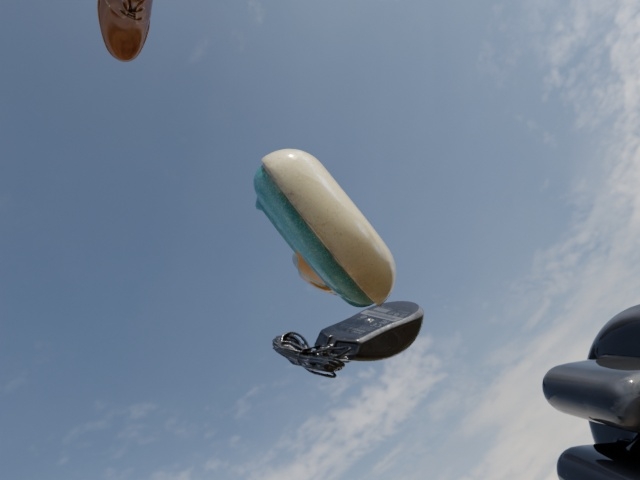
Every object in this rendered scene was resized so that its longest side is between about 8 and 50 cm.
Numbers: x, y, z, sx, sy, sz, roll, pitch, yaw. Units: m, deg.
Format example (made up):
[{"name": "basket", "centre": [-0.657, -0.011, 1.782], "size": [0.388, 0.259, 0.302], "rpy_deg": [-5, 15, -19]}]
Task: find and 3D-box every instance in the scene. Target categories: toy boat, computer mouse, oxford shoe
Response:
[{"name": "toy boat", "centre": [0.000, 0.000, 0.771], "size": [0.148, 0.267, 0.318], "rpy_deg": [-39, -7, 3]}, {"name": "computer mouse", "centre": [0.068, 0.178, 0.855], "size": [0.272, 0.188, 0.072], "rpy_deg": [-16, -80, -30]}, {"name": "oxford shoe", "centre": [-0.278, -0.343, 0.707], "size": [0.076, 0.076, 0.212], "rpy_deg": [0, -38, -28]}]

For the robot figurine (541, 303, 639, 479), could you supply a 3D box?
[{"name": "robot figurine", "centre": [0.303, 0.117, 0.324], "size": [0.278, 0.173, 0.209], "rpy_deg": [-4, -61, -6]}]
